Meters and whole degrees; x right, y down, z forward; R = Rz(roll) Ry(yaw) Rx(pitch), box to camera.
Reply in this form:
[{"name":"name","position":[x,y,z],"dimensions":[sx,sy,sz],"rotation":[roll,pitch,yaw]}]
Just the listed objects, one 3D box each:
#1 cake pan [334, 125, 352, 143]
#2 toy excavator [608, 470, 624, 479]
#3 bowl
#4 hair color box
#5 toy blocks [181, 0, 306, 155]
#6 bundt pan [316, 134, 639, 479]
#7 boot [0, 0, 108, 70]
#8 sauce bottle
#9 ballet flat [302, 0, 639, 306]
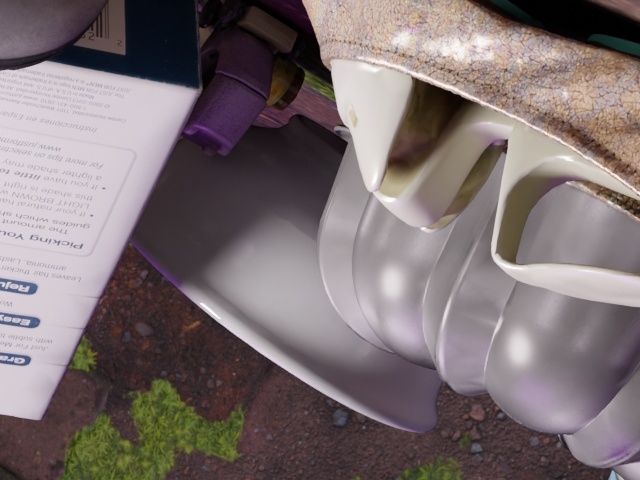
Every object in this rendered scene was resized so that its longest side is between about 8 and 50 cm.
[{"name":"cake pan","position":[0.131,-0.023,1.712],"dimensions":[0.293,0.054,0.293],"rotation":[29,179,1]},{"name":"toy excavator","position":[0.291,0.165,1.369],"dimensions":[0.433,0.222,0.445],"rotation":[-4,-141,-17]},{"name":"bowl","position":[0.000,0.000,1.259],"dimensions":[0.298,0.134,0.298],"rotation":[35,-172,-6]},{"name":"hair color box","position":[-0.204,-0.031,1.018],"dimensions":[0.174,0.105,0.347],"rotation":[10,140,-19]},{"name":"toy blocks","position":[-0.238,-0.092,1.186],"dimensions":[0.309,0.260,0.289],"rotation":[29,166,-27]},{"name":"bundt pan","position":[0.136,0.046,0.924],"dimensions":[0.331,0.124,0.331],"rotation":[29,178,1]},{"name":"boot","position":[-0.201,-0.178,0.717],"dimensions":[0.338,0.118,0.223],"rotation":[18,162,-31]},{"name":"sauce bottle","position":[-0.073,-0.148,1.330],"dimensions":[0.128,0.042,0.042],"rotation":[30,178,-19]},{"name":"ballet flat","position":[0.079,-0.044,0.688],"dimensions":[0.316,0.106,0.107],"rotation":[28,179,41]}]
